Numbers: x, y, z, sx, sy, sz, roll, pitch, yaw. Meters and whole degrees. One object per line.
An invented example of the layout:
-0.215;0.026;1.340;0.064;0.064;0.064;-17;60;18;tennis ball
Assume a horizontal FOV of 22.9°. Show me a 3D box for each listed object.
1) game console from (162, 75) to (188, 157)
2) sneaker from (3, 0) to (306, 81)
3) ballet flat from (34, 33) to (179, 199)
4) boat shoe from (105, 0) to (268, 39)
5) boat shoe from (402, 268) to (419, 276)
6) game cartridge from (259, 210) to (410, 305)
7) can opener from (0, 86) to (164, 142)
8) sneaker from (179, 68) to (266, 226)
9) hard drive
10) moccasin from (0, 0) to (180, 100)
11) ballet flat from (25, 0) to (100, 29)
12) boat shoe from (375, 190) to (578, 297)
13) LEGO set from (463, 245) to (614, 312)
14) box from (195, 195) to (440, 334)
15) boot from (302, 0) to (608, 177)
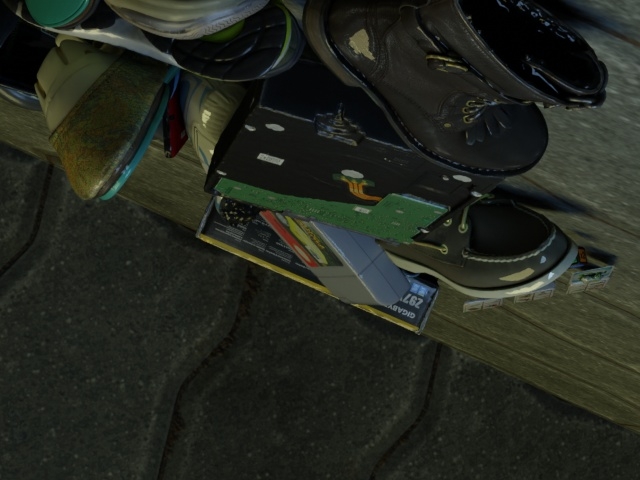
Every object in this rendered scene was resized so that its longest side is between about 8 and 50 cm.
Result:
-0.194;-0.158;1.717;0.085;0.124;0.144;-2;-168;2;game console
-0.145;-0.197;1.319;0.300;0.111;0.121;26;-177;19;sneaker
-0.188;-0.142;1.387;0.123;0.123;0.348;24;-154;-6;ballet flat
-0.157;-0.247;1.013;0.324;0.123;0.116;29;143;27;boat shoe
0.129;0.005;1.964;0.089;0.109;0.258;25;176;-41;boat shoe
-0.020;-0.035;1.915;0.294;0.060;0.196;48;164;-9;game cartridge
-0.306;-0.179;2.015;0.283;0.095;0.076;29;172;-37;can opener
-0.103;-0.108;1.756;0.086;0.085;0.237;54;165;38;sneaker
0.026;-0.079;1.541;0.237;0.064;0.339;16;165;-8;hard drive
-0.305;-0.213;1.554;0.342;0.137;0.117;16;-148;-3;moccasin
-0.170;-0.223;1.200;0.074;0.074;0.203;25;154;-12;ballet flat
0.154;-0.013;1.724;0.305;0.109;0.091;13;141;56;boat shoe
0.252;0.035;1.870;0.182;0.060;0.244;-11;170;4;LEGO set
0.000;0.000;2.155;0.322;0.079;0.257;24;-166;-5;box
0.123;-0.111;1.129;0.263;0.091;0.229;30;171;-31;boot
